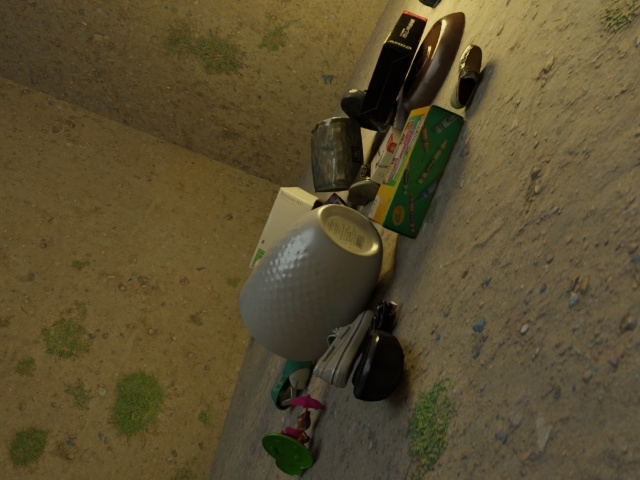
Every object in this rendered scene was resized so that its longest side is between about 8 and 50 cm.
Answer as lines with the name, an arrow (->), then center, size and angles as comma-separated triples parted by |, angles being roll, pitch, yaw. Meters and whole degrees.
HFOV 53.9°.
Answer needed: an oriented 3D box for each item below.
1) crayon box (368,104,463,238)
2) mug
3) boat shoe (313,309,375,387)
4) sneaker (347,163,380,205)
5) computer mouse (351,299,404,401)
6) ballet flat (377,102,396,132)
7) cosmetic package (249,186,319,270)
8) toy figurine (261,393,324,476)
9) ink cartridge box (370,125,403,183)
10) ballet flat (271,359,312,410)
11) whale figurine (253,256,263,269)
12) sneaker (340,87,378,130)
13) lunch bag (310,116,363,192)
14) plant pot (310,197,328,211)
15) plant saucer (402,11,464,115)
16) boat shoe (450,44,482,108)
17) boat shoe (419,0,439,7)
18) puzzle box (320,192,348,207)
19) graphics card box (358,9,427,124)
crayon box -> 0.205, -0.154, 1.396 | 0.165, 0.081, 0.278 | -128, 59, -80
mug -> 0.011, 0.062, 1.541 | 0.328, 0.276, 0.374 | -55, -2, 36
boat shoe -> 0.052, 0.210, 1.313 | 0.226, 0.076, 0.083 | -52, -24, -57
sneaker -> 0.136, -0.185, 1.886 | 0.222, 0.083, 0.118 | 147, 144, -77
computer mouse -> 0.113, 0.219, 1.159 | 0.272, 0.072, 0.188 | -27, -43, -85
ballet flat -> 0.224, -0.414, 2.062 | 0.049, 0.058, 0.173 | 60, -142, -46
cosmetic package -> -0.118, -0.013, 2.542 | 0.155, 0.197, 0.365 | -10, -55, -62
toy figurine -> -0.047, 0.457, 1.522 | 0.159, 0.130, 0.173 | -59, -25, -43
ink cartridge box -> 0.191, -0.233, 1.749 | 0.099, 0.056, 0.135 | -82, 17, -54
ballet flat -> -0.075, 0.414, 1.840 | 0.247, 0.083, 0.087 | -63, 35, 36
whale figurine -> -0.115, 0.160, 2.189 | 0.141, 0.272, 0.216 | -36, 13, 4
sneaker -> 0.147, -0.464, 2.083 | 0.319, 0.112, 0.131 | 23, -95, -76
lunch bag -> 0.059, -0.285, 2.142 | 0.287, 0.169, 0.235 | -155, 61, -84
plant pot -> 0.021, -0.100, 2.346 | 0.108, 0.109, 0.096 | -65, -2, 26
plant saucer -> 0.298, -0.484, 1.730 | 0.310, 0.050, 0.310 | -159, 90, -80
boat shoe -> 0.311, -0.340, 1.314 | 0.045, 0.050, 0.135 | -120, 42, -75
boat shoe -> 0.360, -0.812, 1.972 | 0.258, 0.089, 0.108 | 135, 154, -69
puzzle box -> 0.000, 0.000, 2.009 | 0.272, 0.052, 0.409 | -46, 17, 7
graphics card box -> 0.224, -0.531, 1.904 | 0.371, 0.094, 0.232 | -63, -5, -54
